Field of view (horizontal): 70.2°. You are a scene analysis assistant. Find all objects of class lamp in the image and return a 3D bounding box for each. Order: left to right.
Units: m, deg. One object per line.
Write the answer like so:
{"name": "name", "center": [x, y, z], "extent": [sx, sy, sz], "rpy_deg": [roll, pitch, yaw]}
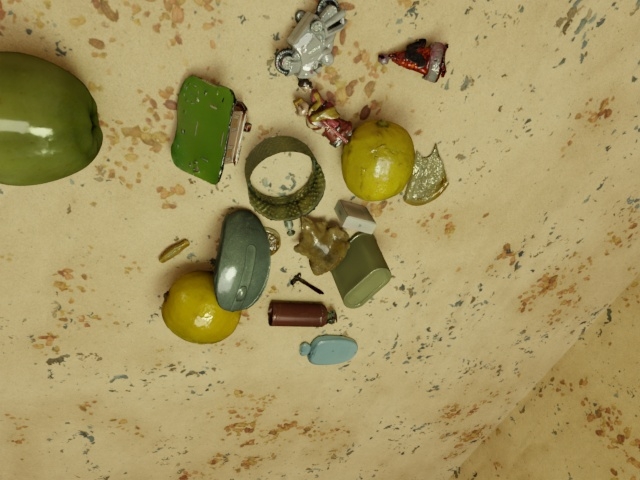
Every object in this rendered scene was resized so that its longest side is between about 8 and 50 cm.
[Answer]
{"name": "lamp", "center": [-0.009, -0.414, 1.475], "extent": [0.253, 0.118, 0.118], "rpy_deg": [38, 109, -22]}

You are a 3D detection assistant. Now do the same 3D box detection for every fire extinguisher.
{"name": "fire extinguisher", "center": [-0.066, 0.340, 2.023], "extent": [0.336, 0.107, 0.147], "rpy_deg": [6, 148, -19]}

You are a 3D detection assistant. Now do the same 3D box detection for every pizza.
{"name": "pizza", "center": [0.419, -0.249, 1.766], "extent": [0.180, 0.034, 0.262], "rpy_deg": [-7, 126, -10]}

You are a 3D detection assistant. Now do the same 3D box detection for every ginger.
{"name": "ginger", "center": [0.000, 0.000, 1.773], "extent": [0.218, 0.123, 0.270], "rpy_deg": [-26, 127, 3]}

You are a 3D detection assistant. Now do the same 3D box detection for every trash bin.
{"name": "trash bin", "center": [0.152, 0.116, 1.824], "extent": [0.121, 0.248, 0.243], "rpy_deg": [35, 112, -31]}

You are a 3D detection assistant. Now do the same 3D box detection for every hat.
{"name": "hat", "center": [0.298, -0.586, 1.460], "extent": [0.227, 0.129, 0.140], "rpy_deg": [6, 83, 0]}

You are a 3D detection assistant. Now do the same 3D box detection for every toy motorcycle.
{"name": "toy motorcycle", "center": [-0.017, -0.586, 1.366], "extent": [0.260, 0.110, 0.170], "rpy_deg": [-48, 140, 11]}

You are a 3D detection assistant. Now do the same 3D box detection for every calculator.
{"name": "calculator", "center": [0.041, 0.538, 2.226], "extent": [0.302, 0.042, 0.189], "rpy_deg": [4, 125, -22]}

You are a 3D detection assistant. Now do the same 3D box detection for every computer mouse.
{"name": "computer mouse", "center": [-0.282, 0.073, 1.635], "extent": [0.203, 0.114, 0.375], "rpy_deg": [6, 85, -40]}

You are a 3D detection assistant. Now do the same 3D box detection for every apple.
{"name": "apple", "center": [-0.770, -0.317, 1.197], "extent": [0.356, 0.357, 0.358], "rpy_deg": [-8, 127, -10]}

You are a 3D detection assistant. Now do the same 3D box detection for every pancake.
{"name": "pancake", "center": [-0.231, 0.011, 1.777], "extent": [0.158, 0.028, 0.158], "rpy_deg": [-8, 126, -11]}

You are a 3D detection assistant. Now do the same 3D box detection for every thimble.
{"name": "thimble", "center": [-0.125, -0.216, 1.565], "extent": [0.270, 0.150, 0.271], "rpy_deg": [-8, 127, -11]}

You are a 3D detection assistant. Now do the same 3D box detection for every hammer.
{"name": "hammer", "center": [-0.052, 0.198, 1.970], "extent": [0.065, 0.021, 0.178], "rpy_deg": [-44, 127, 17]}

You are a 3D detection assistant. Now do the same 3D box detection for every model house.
{"name": "model house", "center": [-0.333, -0.351, 1.441], "extent": [0.206, 0.154, 0.294], "rpy_deg": [25, 114, 19]}

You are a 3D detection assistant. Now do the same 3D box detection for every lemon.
{"name": "lemon", "center": [-0.447, 0.257, 1.738], "extent": [0.296, 0.297, 0.297], "rpy_deg": [-8, 127, -10]}
{"name": "lemon", "center": [0.196, -0.267, 1.557], "extent": [0.260, 0.261, 0.284], "rpy_deg": [13, 115, -23]}

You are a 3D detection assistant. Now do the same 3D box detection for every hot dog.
{"name": "hot dog", "center": [-0.551, 0.038, 1.707], "extent": [0.137, 0.028, 0.044], "rpy_deg": [-33, 153, 12]}

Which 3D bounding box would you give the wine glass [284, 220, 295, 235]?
{"name": "wine glass", "center": [-0.120, -0.060, 1.747], "extent": [0.038, 0.042, 0.083], "rpy_deg": [1, 127, 13]}

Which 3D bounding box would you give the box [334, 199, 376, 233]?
{"name": "box", "center": [0.132, -0.092, 1.739], "extent": [0.129, 0.130, 0.051], "rpy_deg": [13, 119, -23]}
